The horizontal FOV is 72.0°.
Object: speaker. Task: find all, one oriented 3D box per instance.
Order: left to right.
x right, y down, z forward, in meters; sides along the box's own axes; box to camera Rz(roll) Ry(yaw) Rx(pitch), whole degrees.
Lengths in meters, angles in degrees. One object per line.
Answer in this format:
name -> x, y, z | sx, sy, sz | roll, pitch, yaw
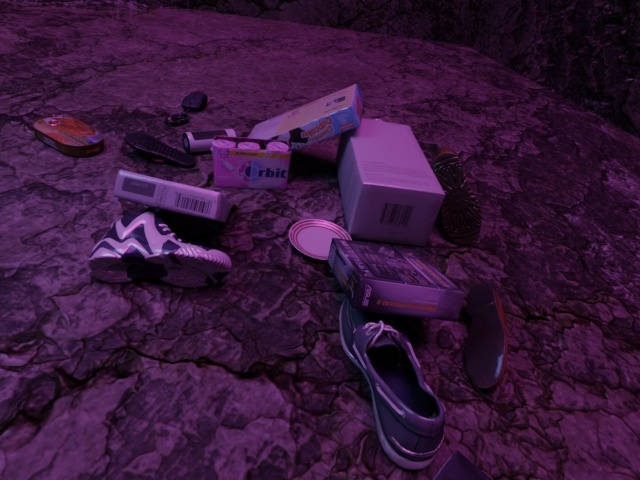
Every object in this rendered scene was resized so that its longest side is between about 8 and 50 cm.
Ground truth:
speaker -> -0.298, -0.270, 1.190 | 0.136, 0.055, 0.055 | -14, 44, -32

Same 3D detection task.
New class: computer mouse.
computer mouse -> -0.411, -0.412, 1.355 | 0.071, 0.041, 0.242 | 14, 37, 0

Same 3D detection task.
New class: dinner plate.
dinner plate -> 0.000, 0.000, 0.956 | 0.141, 0.017, 0.141 | 8, 36, -6

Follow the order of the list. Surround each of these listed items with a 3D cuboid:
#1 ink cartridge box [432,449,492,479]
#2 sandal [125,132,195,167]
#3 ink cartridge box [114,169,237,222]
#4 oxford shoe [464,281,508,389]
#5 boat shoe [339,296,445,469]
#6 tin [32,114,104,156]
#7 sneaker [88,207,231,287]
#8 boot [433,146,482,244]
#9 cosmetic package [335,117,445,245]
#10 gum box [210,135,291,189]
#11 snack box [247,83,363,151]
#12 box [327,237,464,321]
ink cartridge box -> 0.118, 0.387, 0.443 | 0.165, 0.065, 0.332 | 36, 43, 27
sandal -> -0.406, -0.217, 1.108 | 0.179, 0.040, 0.067 | 23, 40, -11
ink cartridge box -> -0.275, -0.076, 0.891 | 0.188, 0.066, 0.232 | 12, -7, -2
oxford shoe -> 0.307, 0.175, 0.782 | 0.076, 0.076, 0.212 | 46, 42, -23
boat shoe -> 0.108, 0.175, 0.686 | 0.116, 0.099, 0.320 | -1, 37, -13
tin -> -0.624, -0.260, 1.092 | 0.189, 0.040, 0.106 | 28, 35, 19
sneaker -> -0.278, 0.001, 0.802 | 0.234, 0.094, 0.153 | -2, 46, -4
boot -> 0.355, -0.130, 1.149 | 0.089, 0.237, 0.269 | -11, 8, 17
cosmetic package -> 0.155, -0.163, 1.105 | 0.196, 0.155, 0.366 | 7, 36, -8
gum box -> -0.174, -0.188, 1.075 | 0.188, 0.107, 0.062 | 0, 38, -16
snack box -> -0.047, -0.305, 1.170 | 0.321, 0.060, 0.187 | -16, 31, 20
box -> 0.123, 0.064, 0.804 | 0.182, 0.056, 0.231 | 9, 15, -13
